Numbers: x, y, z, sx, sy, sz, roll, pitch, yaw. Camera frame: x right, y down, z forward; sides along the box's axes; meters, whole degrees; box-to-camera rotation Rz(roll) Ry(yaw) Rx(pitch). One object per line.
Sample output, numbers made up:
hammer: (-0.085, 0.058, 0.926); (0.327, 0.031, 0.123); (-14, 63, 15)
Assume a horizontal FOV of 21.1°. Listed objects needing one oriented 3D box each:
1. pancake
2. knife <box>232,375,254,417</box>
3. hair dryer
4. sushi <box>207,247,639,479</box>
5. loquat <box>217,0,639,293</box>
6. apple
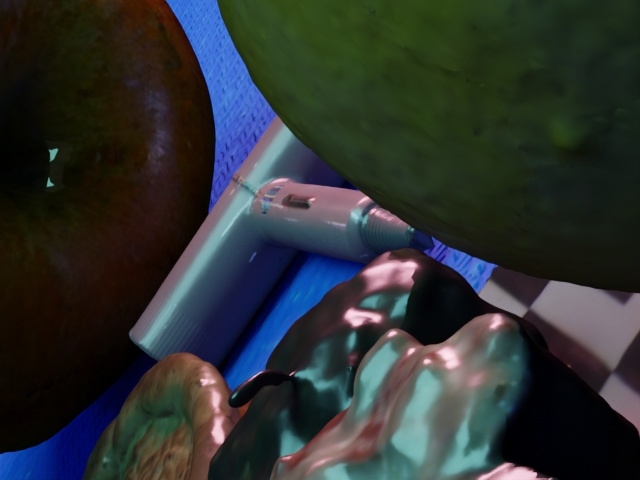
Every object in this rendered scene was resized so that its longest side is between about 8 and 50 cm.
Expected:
pancake: (-0.103, 0.167, 0.817); (0.250, 0.031, 0.250); (-53, 18, 26)
knife: (-0.041, 0.085, 0.835); (0.046, 0.022, 0.256); (-56, 16, -12)
hair dryer: (-0.006, 0.011, 0.852); (0.195, 0.053, 0.220); (-56, 23, 5)
sushi: (0.024, 0.089, 0.514); (0.296, 0.100, 0.373); (-54, 17, 6)
loquat: (0.096, -0.118, 0.440); (0.275, 0.275, 0.275); (-49, 18, 22)
apple: (-0.260, -0.035, 1.078); (0.384, 0.374, 0.374); (-47, 10, -30)
